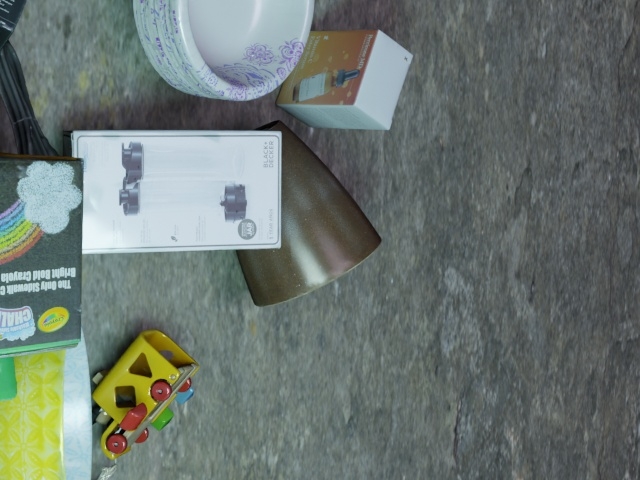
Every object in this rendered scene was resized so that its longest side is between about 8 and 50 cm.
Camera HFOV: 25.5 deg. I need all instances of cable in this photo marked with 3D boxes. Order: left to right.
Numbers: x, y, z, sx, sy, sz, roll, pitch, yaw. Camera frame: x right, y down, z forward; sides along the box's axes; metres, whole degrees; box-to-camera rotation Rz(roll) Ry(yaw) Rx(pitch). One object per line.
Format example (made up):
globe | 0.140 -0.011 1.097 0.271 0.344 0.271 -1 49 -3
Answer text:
cable | -0.380 -0.119 1.781 0.287 0.072 0.139 64 11 0

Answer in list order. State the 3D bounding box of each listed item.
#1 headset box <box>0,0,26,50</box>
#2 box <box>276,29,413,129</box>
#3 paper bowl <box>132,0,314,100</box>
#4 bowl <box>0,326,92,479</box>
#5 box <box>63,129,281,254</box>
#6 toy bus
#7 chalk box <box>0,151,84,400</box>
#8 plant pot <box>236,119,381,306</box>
headset box | -0.433 -0.387 1.631 0.246 0.131 0.283 24 67 -20
box | 0.036 -0.247 2.174 0.091 0.171 0.130 30 73 -43
paper bowl | -0.149 -0.342 1.978 0.284 0.148 0.284 -18 113 -48
bowl | -0.383 0.241 1.794 0.156 0.289 0.289 -2 98 -3
box | -0.203 -0.070 1.930 0.290 0.087 0.169 -3 97 -19
toy bus | -0.266 0.217 1.968 0.104 0.191 0.202 42 55 9
chalk box | -0.397 0.043 1.634 0.180 0.179 0.288 -3 97 -47
plant pot | -0.054 -0.054 2.102 0.215 0.215 0.230 -35 104 -37
